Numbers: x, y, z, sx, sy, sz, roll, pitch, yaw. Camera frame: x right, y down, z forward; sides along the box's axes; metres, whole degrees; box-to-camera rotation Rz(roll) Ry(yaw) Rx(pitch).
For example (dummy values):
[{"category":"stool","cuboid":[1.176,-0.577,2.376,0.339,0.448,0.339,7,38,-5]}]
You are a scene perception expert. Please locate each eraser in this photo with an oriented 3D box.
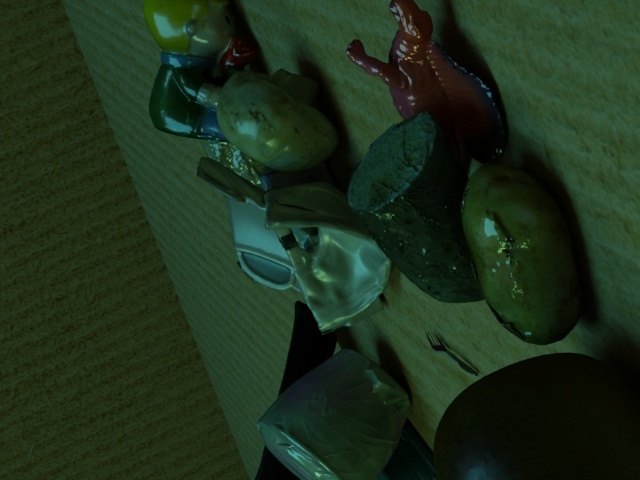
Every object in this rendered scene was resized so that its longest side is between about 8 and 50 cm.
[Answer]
[{"category":"eraser","cuboid":[0.000,0.000,2.029,0.210,0.068,0.124,67,163,-6]}]

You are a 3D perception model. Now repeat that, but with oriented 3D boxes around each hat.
[{"category":"hat","cuboid":[-0.029,-0.024,1.913,0.226,0.164,0.219,59,174,39]}]

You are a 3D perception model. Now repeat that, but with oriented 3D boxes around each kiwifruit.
[{"category":"kiwifruit","cuboid":[0.200,0.211,1.330,0.196,0.196,0.234,117,129,-74]}]

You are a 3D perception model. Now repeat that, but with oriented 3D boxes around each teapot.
[{"category":"teapot","cuboid":[0.037,0.243,2.110,0.163,0.178,0.221,34,165,30]}]

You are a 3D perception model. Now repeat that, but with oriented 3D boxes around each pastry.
[{"category":"pastry","cuboid":[-0.114,-0.111,2.238,0.121,0.089,0.258,-137,26,-66]}]

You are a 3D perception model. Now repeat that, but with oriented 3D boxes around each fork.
[{"category":"fork","cuboid":[0.145,0.128,1.799,0.115,0.016,0.012,-139,36,-58]}]

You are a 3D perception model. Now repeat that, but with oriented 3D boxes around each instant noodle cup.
[{"category":"instant noodle cup","cuboid":[0.126,0.339,2.149,0.179,0.070,0.157,50,162,47]}]

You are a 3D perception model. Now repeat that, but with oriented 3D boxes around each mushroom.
[{"category":"mushroom","cuboid":[-0.048,-0.139,1.861,0.148,0.112,0.148,23,-177,-1]}]

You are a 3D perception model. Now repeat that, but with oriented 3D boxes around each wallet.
[{"category":"wallet","cuboid":[-0.034,0.235,2.250,0.146,0.030,0.285,51,-130,-59]}]

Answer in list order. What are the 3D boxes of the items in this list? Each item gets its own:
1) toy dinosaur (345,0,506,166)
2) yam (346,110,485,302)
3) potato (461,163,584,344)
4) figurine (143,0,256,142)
[{"category":"toy dinosaur","cuboid":[0.121,-0.094,1.436,0.139,0.070,0.286,18,143,40]},{"category":"yam","cuboid":[0.096,-0.019,1.426,0.183,0.107,0.107,50,180,-39]},{"category":"potato","cuboid":[0.167,0.015,1.362,0.107,0.080,0.170,31,144,48]},{"category":"figurine","cuboid":[-0.138,-0.245,2.065,0.185,0.127,0.234,13,100,29]}]
